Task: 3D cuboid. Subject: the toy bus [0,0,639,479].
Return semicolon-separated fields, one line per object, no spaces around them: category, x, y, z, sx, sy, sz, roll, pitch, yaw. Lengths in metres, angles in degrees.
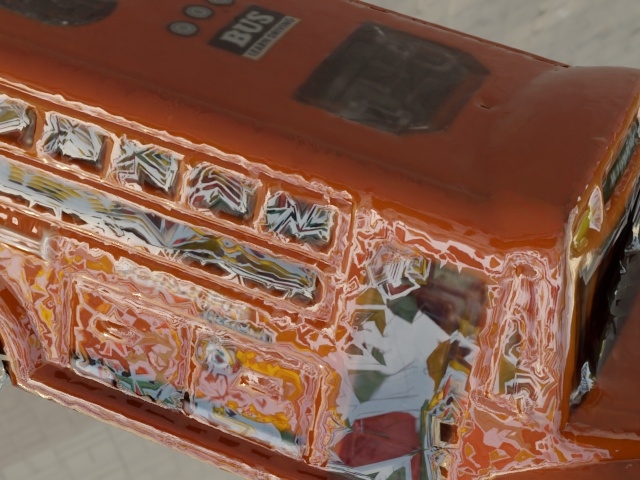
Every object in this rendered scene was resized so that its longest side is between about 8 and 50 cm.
toy bus;0.000;0.000;0.467;0.143;0.329;0.153;-50;156;-52
